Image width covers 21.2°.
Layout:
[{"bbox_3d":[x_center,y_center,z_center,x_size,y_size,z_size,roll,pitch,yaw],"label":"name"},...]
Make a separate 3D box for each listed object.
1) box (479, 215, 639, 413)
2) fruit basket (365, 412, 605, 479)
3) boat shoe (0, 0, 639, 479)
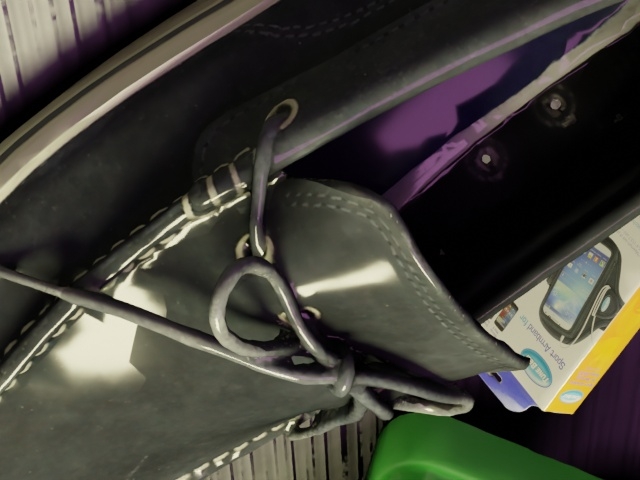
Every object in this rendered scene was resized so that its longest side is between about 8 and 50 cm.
[{"bbox_3d":[0.125,0.021,0.849,0.028,0.081,0.136,9,123,-42],"label":"box"},{"bbox_3d":[0.137,0.261,1.017,0.392,0.283,0.392,21,90,-83],"label":"fruit basket"},{"bbox_3d":[0.000,0.000,0.683,0.500,0.156,0.187,-39,143,5],"label":"boat shoe"}]
